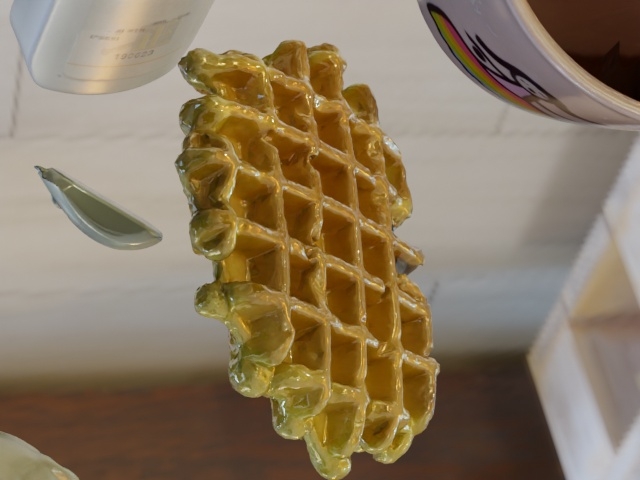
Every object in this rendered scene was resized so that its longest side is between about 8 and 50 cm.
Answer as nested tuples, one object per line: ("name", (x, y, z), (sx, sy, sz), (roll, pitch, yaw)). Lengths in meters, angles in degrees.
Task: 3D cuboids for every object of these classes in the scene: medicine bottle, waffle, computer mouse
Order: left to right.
("computer mouse", (-0.169, -0.020, 1.375), (0.110, 0.056, 0.032), (31, 90, -23))
("medicine bottle", (-0.148, -0.241, 1.519), (0.161, 0.111, 0.296), (-12, 158, -29))
("waffle", (0.001, 0.000, 1.249), (0.065, 0.283, 0.309), (-18, 107, 30))

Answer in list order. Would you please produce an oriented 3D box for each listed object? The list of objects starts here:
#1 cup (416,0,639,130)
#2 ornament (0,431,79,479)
("cup", (0.164, -0.123, 0.843), (0.253, 0.200, 0.191), (37, 86, -9))
("ornament", (-0.142, 0.205, 0.717), (0.130, 0.120, 0.285), (-26, 125, -52))
